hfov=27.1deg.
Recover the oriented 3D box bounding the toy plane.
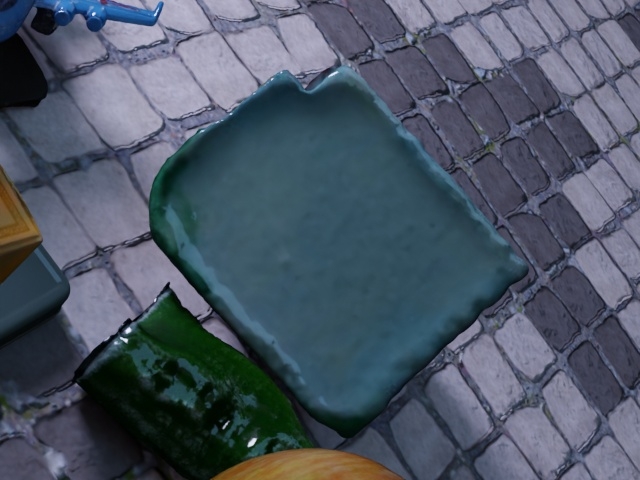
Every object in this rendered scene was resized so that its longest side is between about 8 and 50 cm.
[{"bbox_3d":[-0.260,-0.224,1.125,0.254,0.105,0.271,26,33,-14],"label":"toy plane"}]

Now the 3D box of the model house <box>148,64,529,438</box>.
[{"bbox_3d":[0.000,0.000,1.187,0.280,0.230,0.249,49,-6,-4],"label":"model house"}]

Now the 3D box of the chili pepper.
[{"bbox_3d":[-0.061,0.161,1.040,0.270,0.099,0.136,43,12,-2],"label":"chili pepper"}]

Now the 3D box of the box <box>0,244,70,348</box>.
[{"bbox_3d":[-0.250,0.035,0.995,0.091,0.031,0.126,53,38,3],"label":"box"}]

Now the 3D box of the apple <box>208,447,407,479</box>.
[{"bbox_3d":[-0.011,0.275,0.863,0.264,0.264,0.264,28,43,-29],"label":"apple"}]

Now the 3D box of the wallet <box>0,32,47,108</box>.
[{"bbox_3d":[-0.300,-0.142,1.103,0.156,0.018,0.082,-16,72,-52],"label":"wallet"}]

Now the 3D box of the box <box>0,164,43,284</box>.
[{"bbox_3d":[-0.322,0.045,0.791,0.274,0.174,0.076,-23,78,-52],"label":"box"}]
